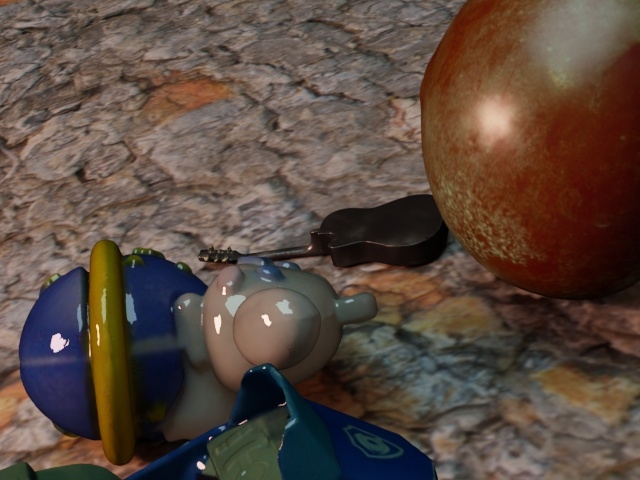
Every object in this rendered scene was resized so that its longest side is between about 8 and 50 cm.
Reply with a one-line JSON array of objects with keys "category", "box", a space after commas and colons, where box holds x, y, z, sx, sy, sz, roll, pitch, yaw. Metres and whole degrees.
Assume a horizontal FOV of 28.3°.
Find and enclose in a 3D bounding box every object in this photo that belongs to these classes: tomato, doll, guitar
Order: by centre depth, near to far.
[{"category": "doll", "box": [-0.087, 0.084, 0.878, 0.243, 0.159, 0.311, 8, -4, -11]}, {"category": "tomato", "box": [0.183, -0.093, 0.948, 0.223, 0.270, 0.270, 22, 39, 13]}, {"category": "guitar", "box": [0.000, 0.000, 1.137, 0.233, 0.025, 0.088, -6, 30, 15]}]

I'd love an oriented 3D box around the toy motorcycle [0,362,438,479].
[{"category": "toy motorcycle", "box": [-0.058, 0.178, 0.663, 0.326, 0.200, 0.191, -22, 28, -9]}]
